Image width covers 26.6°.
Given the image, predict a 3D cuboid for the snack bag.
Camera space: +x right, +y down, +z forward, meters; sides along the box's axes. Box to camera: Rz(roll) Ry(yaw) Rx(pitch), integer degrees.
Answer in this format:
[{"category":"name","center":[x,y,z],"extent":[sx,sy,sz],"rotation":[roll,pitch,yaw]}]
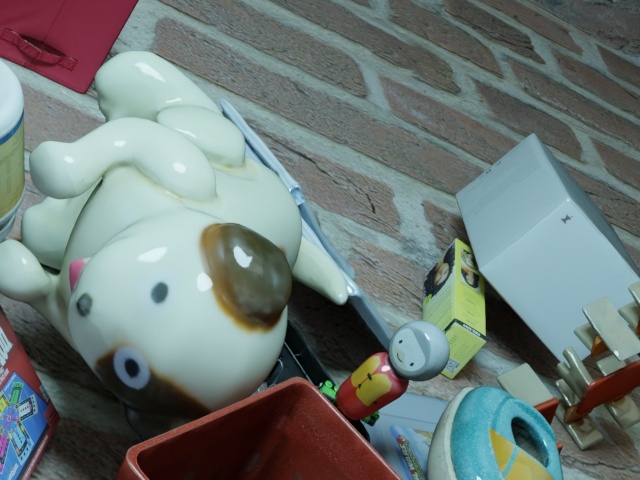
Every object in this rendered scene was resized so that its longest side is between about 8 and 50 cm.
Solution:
[{"category":"snack bag","center":[0.000,0.000,1.779],"extent":[0.342,0.037,0.323],"rotation":[53,-1,28]}]

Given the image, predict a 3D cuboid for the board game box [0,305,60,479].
[{"category":"board game box","center":[-0.305,0.152,1.241],"extent":[0.145,0.027,0.281],"rotation":[63,4,-11]}]

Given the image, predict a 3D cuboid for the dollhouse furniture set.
[{"category":"dollhouse furniture set","center":[0.376,0.210,1.854],"extent":[0.259,0.262,0.135],"rotation":[-22,58,-19]}]

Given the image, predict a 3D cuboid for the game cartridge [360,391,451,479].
[{"category":"game cartridge","center":[0.150,0.304,1.648],"extent":[0.198,0.062,0.297],"rotation":[19,33,-36]}]

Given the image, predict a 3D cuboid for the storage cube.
[{"category":"storage cube","center":[-0.371,-0.364,1.927],"extent":[0.184,0.193,0.215],"rotation":[24,32,-21]}]

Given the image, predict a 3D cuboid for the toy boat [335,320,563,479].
[{"category":"toy boat","center":[0.171,0.227,1.535],"extent":[0.318,0.148,0.267],"rotation":[41,28,-16]}]

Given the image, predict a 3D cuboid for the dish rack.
[{"category":"dish rack","center":[-0.096,0.188,1.531],"extent":[0.271,0.074,0.208],"rotation":[0,44,-47]}]

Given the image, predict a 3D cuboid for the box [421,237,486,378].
[{"category":"box","center":[0.193,0.096,1.968],"extent":[0.058,0.087,0.232],"rotation":[31,28,-13]}]

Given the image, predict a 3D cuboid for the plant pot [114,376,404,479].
[{"category":"plant pot","center":[-0.058,0.322,1.200],"extent":[0.267,0.235,0.267],"rotation":[45,29,18]}]

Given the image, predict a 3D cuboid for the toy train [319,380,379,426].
[{"category":"toy train","center":[0.033,0.191,1.573],"extent":[0.083,0.017,0.023],"rotation":[31,37,-13]}]

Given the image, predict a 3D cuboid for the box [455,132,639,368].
[{"category":"box","center":[0.350,0.007,2.064],"extent":[0.215,0.168,0.345],"rotation":[47,13,-15]}]

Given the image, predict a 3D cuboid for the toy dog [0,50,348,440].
[{"category":"toy dog","center":[-0.153,0.041,1.409],"extent":[0.395,0.284,0.408],"rotation":[35,15,-17]}]

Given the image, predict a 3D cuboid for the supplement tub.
[{"category":"supplement tub","center":[-0.393,-0.093,1.460],"extent":[0.144,0.199,0.144],"rotation":[6,48,-7]}]
